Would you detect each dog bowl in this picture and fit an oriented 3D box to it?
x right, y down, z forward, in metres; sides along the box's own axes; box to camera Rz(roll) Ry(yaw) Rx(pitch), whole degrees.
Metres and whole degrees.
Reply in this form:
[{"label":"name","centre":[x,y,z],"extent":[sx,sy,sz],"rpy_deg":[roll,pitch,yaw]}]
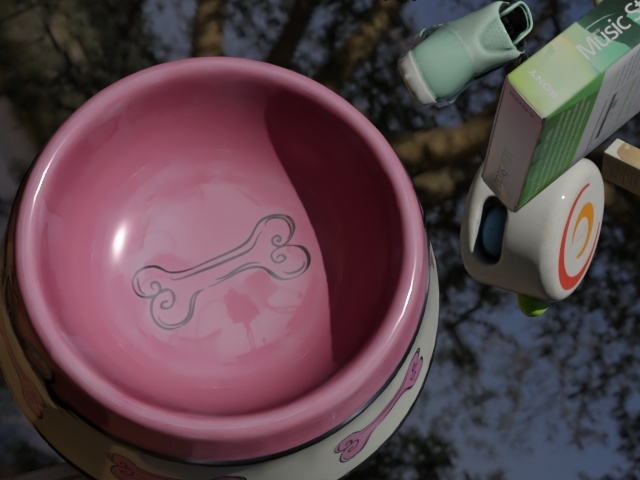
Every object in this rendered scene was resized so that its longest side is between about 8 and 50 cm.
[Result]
[{"label":"dog bowl","centre":[-0.087,0.023,1.260],"extent":[0.408,0.408,0.150],"rpy_deg":[62,-14,17]}]

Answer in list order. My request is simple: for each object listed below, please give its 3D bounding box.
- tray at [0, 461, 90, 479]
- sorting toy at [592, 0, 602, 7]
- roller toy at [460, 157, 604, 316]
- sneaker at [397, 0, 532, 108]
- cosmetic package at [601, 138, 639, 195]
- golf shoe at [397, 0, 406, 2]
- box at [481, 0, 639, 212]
[{"label":"tray","centre":[-0.291,0.271,1.425],"extent":[0.411,0.203,0.076],"rpy_deg":[-5,83,-56]},{"label":"sorting toy","centre":[0.361,-0.288,1.805],"extent":[0.208,0.038,0.193],"rpy_deg":[-75,150,-45]},{"label":"roller toy","centre":[0.270,-0.028,1.884],"extent":[0.146,0.209,0.191],"rpy_deg":[16,-25,27]},{"label":"sneaker","centre":[0.183,-0.223,1.698],"extent":[0.094,0.151,0.256],"rpy_deg":[62,15,-8]},{"label":"cosmetic package","centre":[0.502,-0.107,2.291],"extent":[0.115,0.041,0.060],"rpy_deg":[31,-33,27]},{"label":"golf shoe","centre":[0.028,-0.281,1.409],"extent":[0.067,0.186,0.086],"rpy_deg":[70,34,-56]},{"label":"box","centre":[0.292,-0.178,1.351],"extent":[0.058,0.322,0.232],"rpy_deg":[47,-13,15]}]
